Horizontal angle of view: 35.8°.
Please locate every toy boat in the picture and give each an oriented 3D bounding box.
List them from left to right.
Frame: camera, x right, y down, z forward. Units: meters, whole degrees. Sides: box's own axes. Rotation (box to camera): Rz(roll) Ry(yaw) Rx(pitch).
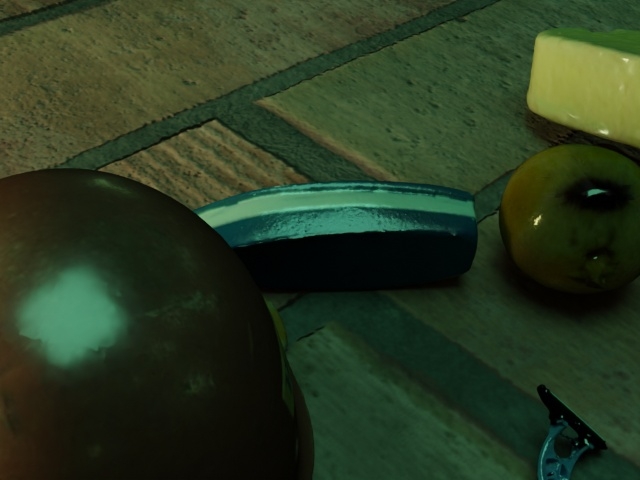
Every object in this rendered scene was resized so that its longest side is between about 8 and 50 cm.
[{"bbox_3d":[0.000,0.000,0.925,0.299,0.096,0.061,-2,47,-6],"label":"toy boat"}]

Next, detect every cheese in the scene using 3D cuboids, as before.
[{"bbox_3d":[0.472,-0.173,1.131,0.384,0.104,0.384,1,22,-1],"label":"cheese"}]

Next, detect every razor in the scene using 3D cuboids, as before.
[{"bbox_3d":[0.176,0.222,0.706,0.082,0.042,0.253,41,35,-21],"label":"razor"}]

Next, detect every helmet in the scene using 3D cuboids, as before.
[{"bbox_3d":[-0.172,0.073,0.671,0.338,0.230,0.385,-9,53,-12],"label":"helmet"}]

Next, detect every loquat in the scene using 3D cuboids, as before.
[{"bbox_3d":[0.245,-0.021,0.939,0.163,0.137,0.163,-12,38,10],"label":"loquat"}]

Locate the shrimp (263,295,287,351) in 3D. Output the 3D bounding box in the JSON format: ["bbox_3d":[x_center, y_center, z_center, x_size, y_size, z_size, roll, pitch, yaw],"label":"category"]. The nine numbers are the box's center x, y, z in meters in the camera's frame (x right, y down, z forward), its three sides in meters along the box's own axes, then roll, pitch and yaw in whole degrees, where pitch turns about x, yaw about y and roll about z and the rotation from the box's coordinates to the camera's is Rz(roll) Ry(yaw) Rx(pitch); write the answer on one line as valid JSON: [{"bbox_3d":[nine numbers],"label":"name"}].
[{"bbox_3d":[-0.146,0.080,0.856,0.236,0.053,0.133,10,59,1],"label":"shrimp"}]
